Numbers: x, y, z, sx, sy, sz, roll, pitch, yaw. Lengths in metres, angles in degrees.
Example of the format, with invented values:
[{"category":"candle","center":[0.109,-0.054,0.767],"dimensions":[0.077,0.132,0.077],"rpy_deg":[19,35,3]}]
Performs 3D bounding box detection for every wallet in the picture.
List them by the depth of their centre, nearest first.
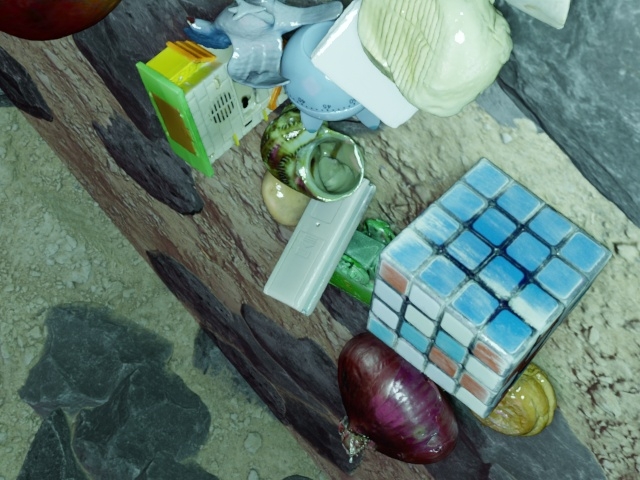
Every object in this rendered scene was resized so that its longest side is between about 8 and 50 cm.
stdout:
[{"category":"wallet","center":[0.085,-0.254,1.230],"dimensions":[0.183,0.124,0.032],"rpy_deg":[33,-164,-28]}]

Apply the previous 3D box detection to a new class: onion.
[{"category":"onion","center":[0.150,0.389,1.980],"dimensions":[0.347,0.285,0.347],"rpy_deg":[47,167,15]}]

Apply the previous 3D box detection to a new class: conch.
[{"category":"conch","center":[-0.017,-0.169,1.579],"dimensions":[0.124,0.187,0.182],"rpy_deg":[-87,-9,-70]}]

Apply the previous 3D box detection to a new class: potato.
[{"category":"potato","center":[-0.071,-0.094,1.804],"dimensions":[0.112,0.112,0.147],"rpy_deg":[12,135,53]}]

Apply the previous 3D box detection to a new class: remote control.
[{"category":"remote control","center":[0.000,0.000,1.628],"dimensions":[0.103,0.277,0.055],"rpy_deg":[23,172,42]}]

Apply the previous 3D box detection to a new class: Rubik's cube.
[{"category":"Rubik's cube","center":[0.252,0.078,1.340],"dimensions":[0.259,0.256,0.253],"rpy_deg":[40,156,17]}]

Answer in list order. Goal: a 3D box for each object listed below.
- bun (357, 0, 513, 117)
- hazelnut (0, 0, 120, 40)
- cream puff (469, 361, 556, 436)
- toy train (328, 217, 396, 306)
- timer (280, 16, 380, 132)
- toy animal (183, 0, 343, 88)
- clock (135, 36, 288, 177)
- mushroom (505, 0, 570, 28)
[{"category":"bun","center":[0.155,-0.270,1.100],"dimensions":[0.229,0.145,0.229],"rpy_deg":[30,125,54]},{"category":"hazelnut","center":[-0.490,-0.565,1.460],"dimensions":[0.429,0.402,0.402],"rpy_deg":[51,157,0]},{"category":"cream puff","center":[0.368,0.292,1.647],"dimensions":[0.189,0.129,0.189],"rpy_deg":[29,144,24]},{"category":"toy train","center":[0.070,0.032,1.742],"dimensions":[0.243,0.132,0.188],"rpy_deg":[30,160,33]},{"category":"timer","center":[0.023,-0.263,1.362],"dimensions":[0.175,0.175,0.255],"rpy_deg":[44,-174,5]},{"category":"toy animal","center":[-0.091,-0.333,1.273],"dimensions":[0.255,0.239,0.176],"rpy_deg":[7,170,6]},{"category":"clock","center":[-0.160,-0.275,1.470],"dimensions":[0.106,0.255,0.220],"rpy_deg":[35,157,27]},{"category":"mushroom","center":[0.205,-0.334,0.971],"dimensions":[0.225,0.093,0.116],"rpy_deg":[39,172,9]}]
